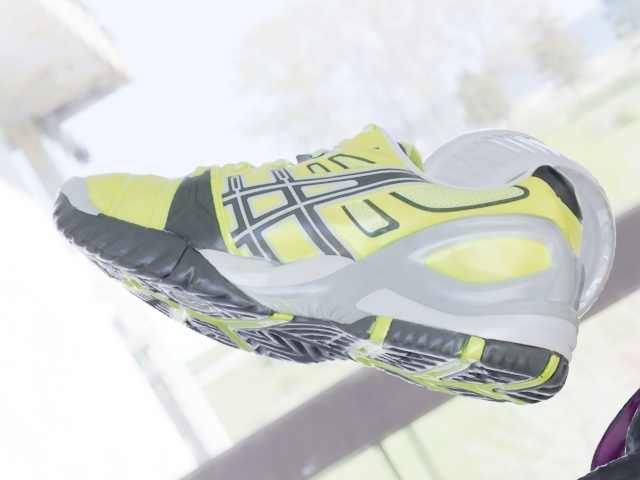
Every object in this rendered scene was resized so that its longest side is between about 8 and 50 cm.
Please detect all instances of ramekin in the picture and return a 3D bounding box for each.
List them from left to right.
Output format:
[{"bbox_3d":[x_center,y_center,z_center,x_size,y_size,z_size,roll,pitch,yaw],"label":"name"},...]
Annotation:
[{"bbox_3d":[0.186,-0.001,1.843,0.207,0.207,0.109,-32,22,-18],"label":"ramekin"}]

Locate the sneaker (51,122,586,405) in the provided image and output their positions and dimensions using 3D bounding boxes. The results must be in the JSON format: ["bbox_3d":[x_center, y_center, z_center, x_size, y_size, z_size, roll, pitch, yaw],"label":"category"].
[{"bbox_3d":[0.000,0.000,1.274,0.147,0.384,0.145,-71,-24,-15],"label":"sneaker"}]

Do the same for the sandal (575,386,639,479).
[{"bbox_3d":[0.317,0.172,1.789,0.445,0.107,0.167,-24,-16,-25],"label":"sandal"}]
